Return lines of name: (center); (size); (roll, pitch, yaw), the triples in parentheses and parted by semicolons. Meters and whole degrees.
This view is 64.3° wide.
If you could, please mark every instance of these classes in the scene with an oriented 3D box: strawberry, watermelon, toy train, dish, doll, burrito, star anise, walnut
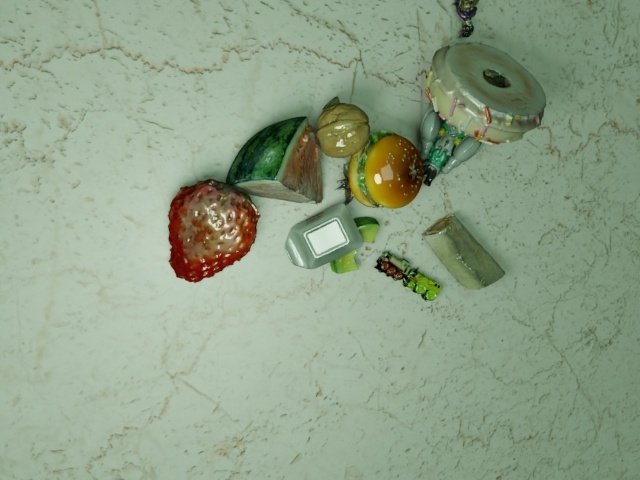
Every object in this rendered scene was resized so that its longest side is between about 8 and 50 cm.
strawberry: (-0.324, -0.006, 1.451); (0.265, 0.149, 0.336); (27, 111, -14)
watermelon: (-0.132, -0.220, 1.519); (0.250, 0.293, 0.283); (20, 63, 25)
toy train: (0.291, 0.118, 1.697); (0.249, 0.053, 0.085); (32, 82, -15)
dish: (0.000, 0.000, 1.568); (0.234, 0.064, 0.154); (-26, 94, 12)
doll: (0.407, -0.295, 1.606); (0.194, 0.153, 0.259); (4, 100, 3)
burrito: (0.482, 0.052, 1.705); (0.143, 0.105, 0.299); (-45, 104, -7)
star anise: (0.099, -0.188, 1.597); (0.124, 0.056, 0.129); (-30, 119, -5)
walnut: (0.066, -0.318, 1.470); (0.149, 0.166, 0.167); (-6, 103, -54)

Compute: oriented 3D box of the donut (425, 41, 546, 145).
donut: (0.490, -0.437, 1.530); (0.382, 0.142, 0.383); (11, 52, -14)

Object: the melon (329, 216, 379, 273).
melon: (0.103, 0.014, 1.633); (0.117, 0.064, 0.210); (20, 96, -20)

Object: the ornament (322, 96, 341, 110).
ornament: (0.078, -0.362, 1.563); (0.081, 0.075, 0.156); (-41, 107, 10)

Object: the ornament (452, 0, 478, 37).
ornament: (0.466, -0.748, 1.599); (0.081, 0.088, 0.203); (-24, 118, -33)

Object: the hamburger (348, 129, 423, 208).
hamburger: (0.208, -0.206, 1.533); (0.246, 0.170, 0.246); (-8, 102, -42)
